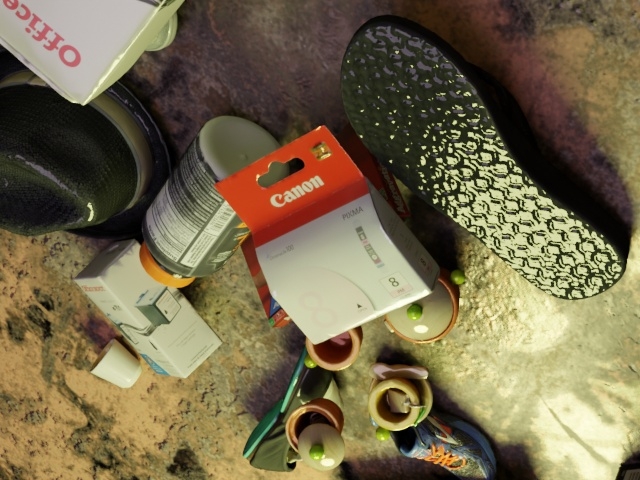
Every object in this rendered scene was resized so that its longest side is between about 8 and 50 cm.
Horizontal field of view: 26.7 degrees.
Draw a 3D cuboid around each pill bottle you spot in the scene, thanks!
[{"bbox_3d":[-0.150,-0.040,1.757,0.130,0.130,0.245,38,132,-2],"label":"pill bottle"}]

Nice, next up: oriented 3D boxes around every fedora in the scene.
[{"bbox_3d":[-0.373,-0.098,1.816,0.334,0.152,0.334,14,129,18],"label":"fedora"}]

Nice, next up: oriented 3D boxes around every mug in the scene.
[{"bbox_3d":[-0.307,0.190,2.063,0.064,0.078,0.062,36,100,-12],"label":"mug"}]

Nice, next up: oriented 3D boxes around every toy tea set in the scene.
[{"bbox_3d":[0.059,0.151,1.723,0.200,0.124,0.336,16,105,12],"label":"toy tea set"}]

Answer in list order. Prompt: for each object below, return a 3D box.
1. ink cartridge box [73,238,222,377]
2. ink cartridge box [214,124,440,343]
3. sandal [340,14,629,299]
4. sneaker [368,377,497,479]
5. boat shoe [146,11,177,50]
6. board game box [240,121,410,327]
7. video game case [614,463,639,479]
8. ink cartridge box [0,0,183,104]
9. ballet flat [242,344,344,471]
[{"bbox_3d":[-0.244,0.097,1.902,0.190,0.082,0.140,49,160,-14],"label":"ink cartridge box"},{"bbox_3d":[0.000,0.000,1.606,0.189,0.066,0.232,-26,117,34],"label":"ink cartridge box"},{"bbox_3d":[0.188,-0.101,1.571,0.167,0.107,0.446,-27,120,37],"label":"sandal"},{"bbox_3d":[0.147,0.275,1.856,0.221,0.087,0.083,38,134,-6],"label":"sneaker"},{"bbox_3d":[-0.332,-0.303,1.678,0.320,0.103,0.118,23,131,10],"label":"boat shoe"},{"bbox_3d":[-0.004,-0.019,1.711,0.281,0.027,0.145,-43,59,41],"label":"board game box"},{"bbox_3d":[0.464,0.351,1.639,0.275,0.248,0.035,-14,114,34],"label":"video game case"},{"bbox_3d":[-0.235,-0.391,1.465,0.285,0.166,0.395,41,116,-5],"label":"ink cartridge box"},{"bbox_3d":[-0.023,0.243,1.928,0.096,0.095,0.280,25,137,-4],"label":"ballet flat"}]
